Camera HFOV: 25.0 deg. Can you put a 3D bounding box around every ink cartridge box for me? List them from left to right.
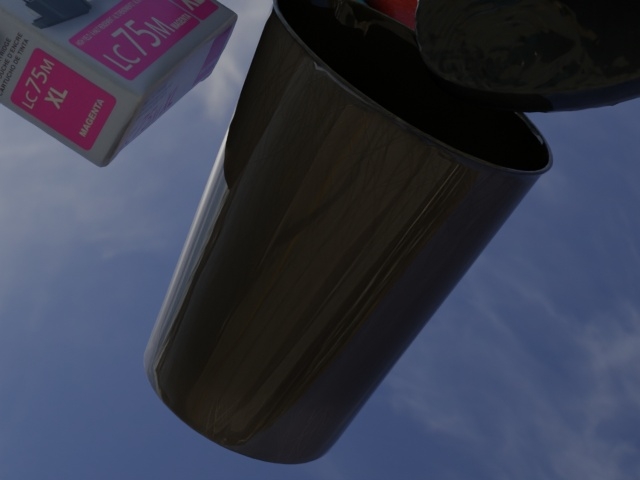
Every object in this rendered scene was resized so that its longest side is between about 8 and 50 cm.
[{"bbox_3d":[-0.217,-0.178,0.888,0.311,0.186,0.065,31,-62,1],"label":"ink cartridge box"}]

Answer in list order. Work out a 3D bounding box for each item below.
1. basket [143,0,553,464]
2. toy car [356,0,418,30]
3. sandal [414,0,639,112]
[{"bbox_3d":[0.000,0.000,0.824,0.227,0.154,0.204,-61,-141,22],"label":"basket"},{"bbox_3d":[0.068,-0.261,1.017,0.219,0.238,0.210,-39,-88,-26],"label":"toy car"},{"bbox_3d":[0.235,-0.207,0.689,0.446,0.107,0.167,-24,-124,15],"label":"sandal"}]
